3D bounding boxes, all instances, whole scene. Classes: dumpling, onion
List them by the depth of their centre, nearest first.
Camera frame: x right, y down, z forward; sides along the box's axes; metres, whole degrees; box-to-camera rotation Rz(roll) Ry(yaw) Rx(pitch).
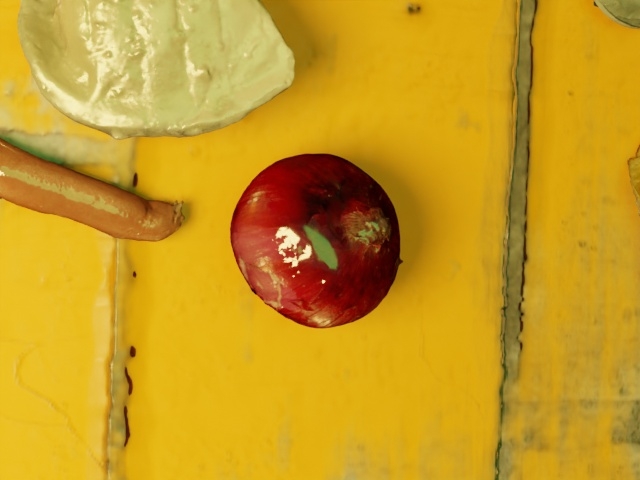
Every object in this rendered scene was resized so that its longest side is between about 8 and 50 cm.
[{"bbox_3d":[-0.117,-0.134,0.817,0.176,0.092,0.150,35,78,-18],"label":"dumpling"},{"bbox_3d":[0.000,0.000,0.851,0.131,0.131,0.131,0,91,-21],"label":"onion"}]

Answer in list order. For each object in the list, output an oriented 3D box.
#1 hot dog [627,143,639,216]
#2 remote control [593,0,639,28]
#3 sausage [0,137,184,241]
[{"bbox_3d":[0.309,-0.012,1.000,0.078,0.061,0.169,-17,97,-21],"label":"hot dog"},{"bbox_3d":[0.286,-0.299,0.993,0.104,0.052,0.247,16,83,-23],"label":"remote control"},{"bbox_3d":[-0.170,-0.032,0.829,0.157,0.036,0.042,18,96,-21],"label":"sausage"}]
